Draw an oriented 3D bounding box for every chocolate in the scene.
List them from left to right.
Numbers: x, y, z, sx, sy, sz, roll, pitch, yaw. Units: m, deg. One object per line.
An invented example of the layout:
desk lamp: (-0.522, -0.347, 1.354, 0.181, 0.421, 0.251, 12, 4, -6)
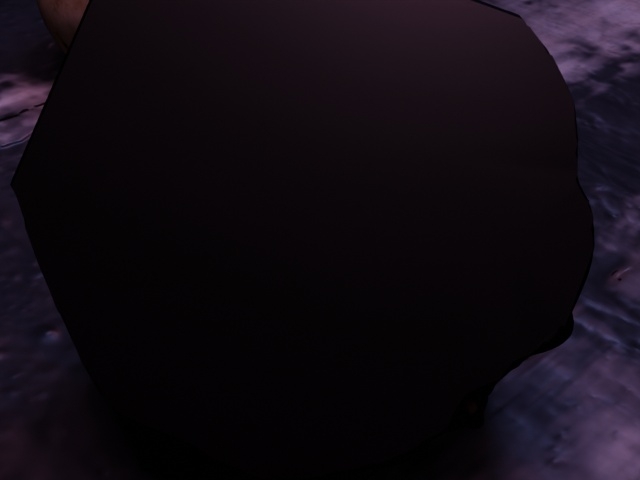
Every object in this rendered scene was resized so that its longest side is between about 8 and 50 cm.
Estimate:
chocolate: (0.000, 0.000, 0.482, 0.224, 0.206, 0.177, 21, -5, 7)

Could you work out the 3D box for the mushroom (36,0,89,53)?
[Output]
mushroom: (-0.105, -0.174, 0.683, 0.166, 0.127, 0.166, 1, 30, -1)
